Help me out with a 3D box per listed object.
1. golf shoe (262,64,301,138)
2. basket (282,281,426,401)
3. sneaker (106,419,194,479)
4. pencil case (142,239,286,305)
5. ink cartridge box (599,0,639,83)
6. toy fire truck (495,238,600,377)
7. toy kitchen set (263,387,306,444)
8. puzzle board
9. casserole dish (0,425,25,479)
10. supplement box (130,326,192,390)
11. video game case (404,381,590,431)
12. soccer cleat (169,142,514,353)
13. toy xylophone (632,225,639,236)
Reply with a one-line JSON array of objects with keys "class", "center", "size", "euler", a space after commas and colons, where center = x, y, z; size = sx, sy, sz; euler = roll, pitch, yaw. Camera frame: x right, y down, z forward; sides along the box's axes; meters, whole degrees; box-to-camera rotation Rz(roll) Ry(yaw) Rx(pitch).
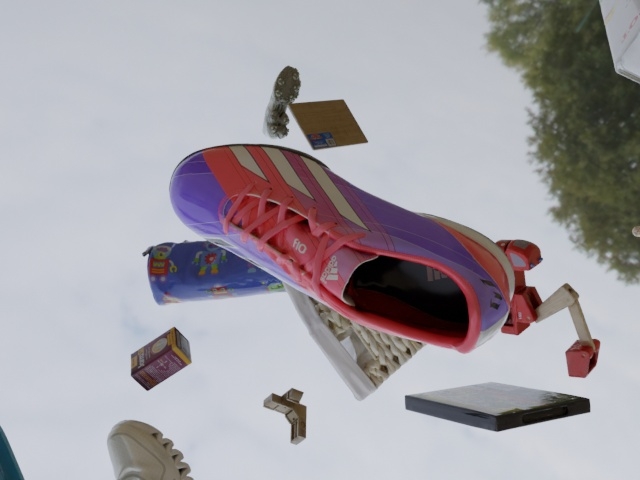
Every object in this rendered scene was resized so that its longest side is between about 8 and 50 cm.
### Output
[{"class": "golf shoe", "center": [-0.103, -0.325, 1.541], "size": [0.069, 0.176, 0.086], "euler": [19, 175, -32]}, {"class": "basket", "center": [0.036, 0.077, 0.738], "size": [0.113, 0.103, 0.167], "euler": [56, 179, -22]}, {"class": "sneaker", "center": [-0.234, 0.395, 0.923], "size": [0.118, 0.110, 0.292], "euler": [-15, -103, -59]}, {"class": "pencil case", "center": [-0.182, 0.050, 1.266], "size": [0.306, 0.119, 0.133], "euler": [-6, -124, 10]}, {"class": "ink cartridge box", "center": [0.315, -0.226, 0.540], "size": [0.093, 0.154, 0.212], "euler": [25, -141, 1]}, {"class": "toy fire truck", "center": [0.320, 0.092, 0.938], "size": [0.135, 0.192, 0.047], "euler": [2, -163, 43]}, {"class": "toy kitchen set", "center": [-0.060, 0.339, 1.277], "size": [0.083, 0.068, 0.075], "euler": [27, -142, -24]}, {"class": "puzzle board", "center": [0.013, -0.198, 1.124], "size": [0.128, 0.011, 0.096], "euler": [-15, -110, -39]}, {"class": "casserole dish", "center": [-0.453, 0.329, 0.874], "size": [0.114, 0.037, 0.188], "euler": [-50, -57, -73]}, {"class": "supplement box", "center": [-0.242, 0.179, 0.995], "size": [0.043, 0.083, 0.055], "euler": [55, -177, -32]}, {"class": "video game case", "center": [0.351, 0.333, 1.331], "size": [0.248, 0.275, 0.035], "euler": [-1, -94, -29]}, {"class": "soccer cleat", "center": [0.000, 0.000, 0.538], "size": [0.318, 0.109, 0.116], "euler": [22, -160, 14]}, {"class": "toy xylophone", "center": [0.475, 0.043, 0.693], "size": [0.322, 0.081, 0.236], "euler": [-4, -132, -39]}]
